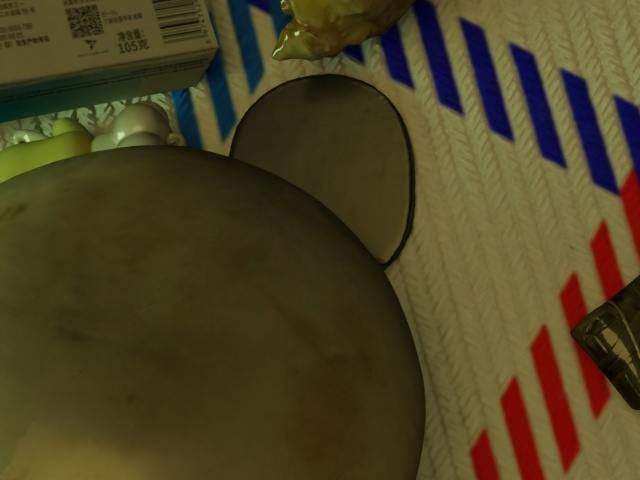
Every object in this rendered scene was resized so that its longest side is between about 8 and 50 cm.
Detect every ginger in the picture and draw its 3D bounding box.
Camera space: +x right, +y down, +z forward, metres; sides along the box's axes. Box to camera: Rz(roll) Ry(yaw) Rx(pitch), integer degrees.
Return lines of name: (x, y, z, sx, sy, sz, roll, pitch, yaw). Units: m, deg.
ginger: (0.052, -0.234, 1.088, 0.267, 0.138, 0.152, -37, 80, -1)

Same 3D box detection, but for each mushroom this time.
mushroom: (-0.115, 0.117, 0.997, 0.362, 0.294, 0.362, 1, 49, -1)

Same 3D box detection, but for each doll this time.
doll: (-0.173, -0.048, 1.139, 0.162, 0.062, 0.106, -17, 60, 12)

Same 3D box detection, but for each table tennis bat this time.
table tennis bat: (0.000, 0.000, 1.117, 0.138, 0.022, 0.246, -4, 78, 12)

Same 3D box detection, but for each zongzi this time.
zongzi: (0.222, 0.065, 1.054, 0.083, 0.040, 0.076, -36, 81, -14)

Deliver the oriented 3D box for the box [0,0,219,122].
box: (-0.187, -0.168, 1.116, 0.194, 0.073, 0.139, -13, 76, -21)
